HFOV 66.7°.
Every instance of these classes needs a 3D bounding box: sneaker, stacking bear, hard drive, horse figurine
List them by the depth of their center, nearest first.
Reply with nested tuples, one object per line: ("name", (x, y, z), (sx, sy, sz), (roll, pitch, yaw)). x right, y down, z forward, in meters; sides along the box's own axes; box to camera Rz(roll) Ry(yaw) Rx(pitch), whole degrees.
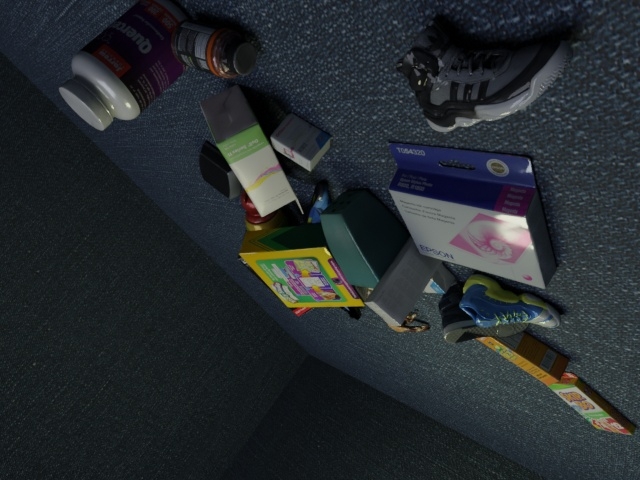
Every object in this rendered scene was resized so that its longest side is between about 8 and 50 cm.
("sneaker", (0.211, -0.252, 0.703), (0.153, 0.101, 0.268), (42, 163, -18))
("sneaker", (0.456, 0.182, 1.206), (0.240, 0.126, 0.091), (25, 157, 33))
("sneaker", (0.435, 0.186, 1.326), (0.226, 0.164, 0.086), (-7, 129, 5))
("sneaker", (0.011, -0.105, 1.456), (0.082, 0.069, 0.209), (11, 154, -5))
("stacking bear", (-0.196, -0.078, 1.738), (0.164, 0.175, 0.289), (16, 142, 31))
("horse figurine", (0.272, 0.270, 1.782), (0.263, 0.066, 0.174), (39, 153, -9))
("hard drive", (-0.373, -0.247, 1.798), (0.172, 0.054, 0.255), (37, 160, 3))

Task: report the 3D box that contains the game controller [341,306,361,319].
("game controller", (0.073, 0.221, 2.046), (0.166, 0.067, 0.319), (22, 154, 37))

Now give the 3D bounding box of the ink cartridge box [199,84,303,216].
("ink cartridge box", (-0.178, -0.213, 1.326), (0.207, 0.119, 0.354), (62, 179, 40))

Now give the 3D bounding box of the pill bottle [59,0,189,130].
("pill bottle", (-0.449, -0.416, 1.155), (0.181, 0.323, 0.182), (32, 160, 14))

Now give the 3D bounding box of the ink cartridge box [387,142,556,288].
("ink cartridge box", (0.307, -0.053, 1.036), (0.324, 0.071, 0.330), (18, 154, 45))

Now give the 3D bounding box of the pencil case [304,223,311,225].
("pencil case", (0.000, 0.000, 1.686), (0.151, 0.064, 0.070), (36, 144, 7))

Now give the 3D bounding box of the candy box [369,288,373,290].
("candy box", (0.194, 0.148, 1.731), (0.205, 0.027, 0.105), (13, 148, 50))

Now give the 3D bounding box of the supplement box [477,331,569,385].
("supplement box", (0.563, 0.305, 1.368), (0.233, 0.080, 0.078), (35, 158, 16))

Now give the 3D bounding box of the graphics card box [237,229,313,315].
("graphics card box", (-0.170, 0.113, 2.009), (0.371, 0.094, 0.233), (48, -158, -24))

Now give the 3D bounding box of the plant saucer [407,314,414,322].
("plant saucer", (0.318, 0.291, 1.853), (0.083, 0.015, 0.083), (33, 159, 14))

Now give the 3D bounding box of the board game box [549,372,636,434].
("board game box", (0.783, 0.477, 1.436), (0.259, 0.039, 0.124), (42, 159, -4))

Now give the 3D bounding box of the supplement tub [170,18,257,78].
("supplement tub", (-0.236, -0.426, 1.090), (0.197, 0.106, 0.106), (26, 157, 29))

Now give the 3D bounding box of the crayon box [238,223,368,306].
("crayon box", (-0.045, 0.096, 1.636), (0.312, 0.106, 0.363), (-4, 143, 26))

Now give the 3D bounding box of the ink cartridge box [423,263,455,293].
("ink cartridge box", (0.288, 0.098, 1.410), (0.104, 0.060, 0.180), (44, 160, -17))

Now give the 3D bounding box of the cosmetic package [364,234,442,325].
("cosmetic package", (0.221, 0.095, 1.252), (0.099, 0.239, 0.060), (42, 161, -9))

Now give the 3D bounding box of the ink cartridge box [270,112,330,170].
("ink cartridge box", (-0.049, -0.243, 1.195), (0.122, 0.089, 0.052), (34, 163, 11))

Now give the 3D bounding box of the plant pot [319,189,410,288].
("plant pot", (0.118, -0.013, 1.326), (0.165, 0.165, 0.234), (4, 133, 57))
